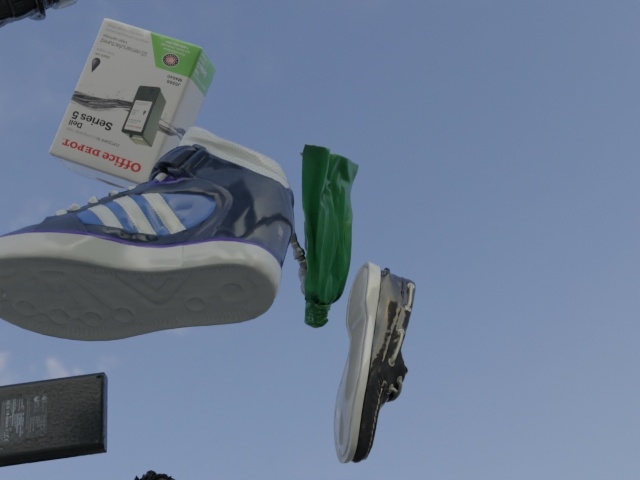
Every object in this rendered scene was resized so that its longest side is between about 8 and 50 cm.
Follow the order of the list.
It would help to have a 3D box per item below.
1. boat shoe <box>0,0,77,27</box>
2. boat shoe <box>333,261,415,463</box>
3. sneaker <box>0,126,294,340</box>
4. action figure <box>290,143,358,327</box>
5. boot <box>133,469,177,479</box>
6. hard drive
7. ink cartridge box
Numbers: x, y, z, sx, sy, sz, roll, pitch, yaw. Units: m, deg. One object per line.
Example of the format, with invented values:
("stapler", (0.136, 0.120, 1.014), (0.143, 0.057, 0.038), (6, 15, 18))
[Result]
("boat shoe", (-0.337, -0.301, 0.782), (0.091, 0.302, 0.114), (-34, -27, -28))
("boat shoe", (0.033, 0.072, 0.517), (0.038, 0.125, 0.046), (17, -37, -12))
("sneaker", (-0.188, -0.022, 0.942), (0.322, 0.236, 0.130), (-1, -48, 3))
("action figure", (0.000, 0.000, 1.169), (0.063, 0.232, 0.137), (-2, -9, 36))
("boot", (-0.183, 0.330, 1.010), (0.045, 0.099, 0.121), (-10, -47, 42))
("hard drive", (-0.312, 0.205, 1.008), (0.135, 0.094, 0.022), (-8, -33, -1))
("ink cartridge box", (-0.337, -0.234, 1.593), (0.115, 0.198, 0.273), (60, -131, -77))
